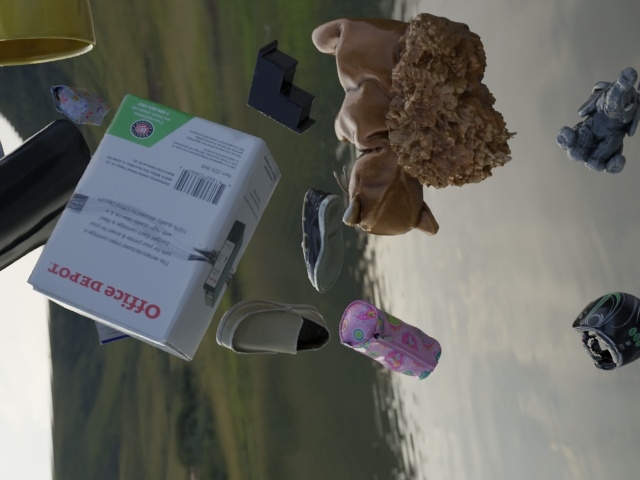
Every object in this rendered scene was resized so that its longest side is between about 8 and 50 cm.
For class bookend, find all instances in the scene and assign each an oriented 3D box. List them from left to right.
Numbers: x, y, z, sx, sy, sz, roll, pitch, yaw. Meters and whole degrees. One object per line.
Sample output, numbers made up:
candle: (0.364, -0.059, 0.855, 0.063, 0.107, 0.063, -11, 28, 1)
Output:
bookend: (-0.077, -0.358, 2.180, 0.072, 0.156, 0.157, -43, -23, -44)

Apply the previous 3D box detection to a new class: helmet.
helmet: (0.655, 0.192, 2.056, 0.169, 0.161, 0.169, 41, 153, 25)

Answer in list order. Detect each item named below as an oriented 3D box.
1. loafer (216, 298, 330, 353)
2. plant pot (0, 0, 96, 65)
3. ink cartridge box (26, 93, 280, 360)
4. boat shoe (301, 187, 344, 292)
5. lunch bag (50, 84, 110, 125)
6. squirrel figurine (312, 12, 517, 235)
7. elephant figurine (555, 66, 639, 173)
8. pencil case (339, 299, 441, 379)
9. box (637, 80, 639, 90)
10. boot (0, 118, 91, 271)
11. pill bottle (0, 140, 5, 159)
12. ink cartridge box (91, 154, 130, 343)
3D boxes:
loafer: (-0.082, 0.172, 1.828, 0.092, 0.269, 0.101, 25, 109, 43)
plant pot: (-0.508, -0.422, 1.517, 0.254, 0.254, 0.238, -161, 62, -82)
ink cartridge box: (-0.212, -0.018, 1.220, 0.289, 0.211, 0.121, -65, -16, -14)
boat shoe: (0.000, 0.000, 1.891, 0.069, 0.081, 0.227, 27, 129, 33)
lunch bag: (-0.425, -0.240, 1.639, 0.053, 0.083, 0.071, -54, -14, 15)
squirrel figurine: (0.149, -0.189, 1.637, 0.397, 0.281, 0.370, 9, 89, 65)
elephant figurine: (0.639, -0.277, 2.032, 0.186, 0.169, 0.239, -114, 40, -55)
pencil case: (0.168, 0.241, 2.224, 0.284, 0.124, 0.124, 32, -146, -42)
box: (0.620, -0.299, 1.712, 0.018, 0.083, 0.067, 23, 102, 50)
boot: (-0.473, -0.035, 1.239, 0.146, 0.445, 0.367, 48, 138, 4)
pill bottle: (-0.595, -0.117, 1.461, 0.108, 0.180, 0.107, 34, 132, 48)
ink cartridge box: (-0.410, 0.010, 1.868, 0.069, 0.176, 0.370, -19, 85, 56)
